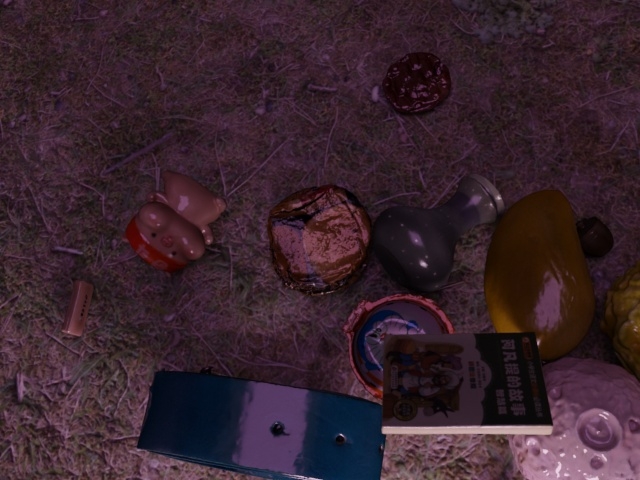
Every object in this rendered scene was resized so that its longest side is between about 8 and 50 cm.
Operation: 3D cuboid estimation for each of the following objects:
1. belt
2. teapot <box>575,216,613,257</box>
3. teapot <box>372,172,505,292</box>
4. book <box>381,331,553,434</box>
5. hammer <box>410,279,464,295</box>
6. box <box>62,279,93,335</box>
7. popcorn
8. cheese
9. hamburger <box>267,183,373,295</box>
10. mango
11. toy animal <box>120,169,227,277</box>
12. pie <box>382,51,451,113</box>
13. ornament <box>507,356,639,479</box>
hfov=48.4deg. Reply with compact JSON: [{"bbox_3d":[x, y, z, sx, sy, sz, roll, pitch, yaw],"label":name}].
[{"bbox_3d":[-0.101,0.334,1.255,0.437,0.300,0.173,9,73,14],"label":"belt"},{"bbox_3d":[0.514,0.003,1.400,0.080,0.085,0.110,44,113,-4],"label":"teapot"},{"bbox_3d":[0.233,-0.024,1.390,0.251,0.183,0.183,-35,71,-14],"label":"teapot"},{"bbox_3d":[0.236,0.234,1.189,0.264,0.027,0.202,-2,38,8],"label":"book"},{"bbox_3d":[0.236,0.099,1.427,0.110,0.019,0.035,-16,71,-2],"label":"hammer"},{"bbox_3d":[-0.511,0.143,1.507,0.025,0.048,0.115,5,73,17],"label":"box"},{"bbox_3d":[0.627,0.158,1.252,0.252,0.206,0.236,31,47,-25],"label":"popcorn"},{"bbox_3d":[0.192,0.226,1.333,0.329,0.129,0.217,35,82,16],"label":"cheese"},{"bbox_3d":[0.000,0.000,1.446,0.231,0.107,0.230,-1,74,4],"label":"hamburger"},{"bbox_3d":[0.403,0.068,1.344,0.195,0.142,0.331,-16,62,22],"label":"mango"},{"bbox_3d":[-0.306,-0.035,1.476,0.171,0.171,0.197,26,72,15],"label":"toy animal"},{"bbox_3d":[0.210,-0.342,1.555,0.154,0.038,0.153,-3,73,11],"label":"pie"},{"bbox_3d":[0.449,0.328,1.212,0.260,0.225,0.259,-2,72,7],"label":"ornament"}]
